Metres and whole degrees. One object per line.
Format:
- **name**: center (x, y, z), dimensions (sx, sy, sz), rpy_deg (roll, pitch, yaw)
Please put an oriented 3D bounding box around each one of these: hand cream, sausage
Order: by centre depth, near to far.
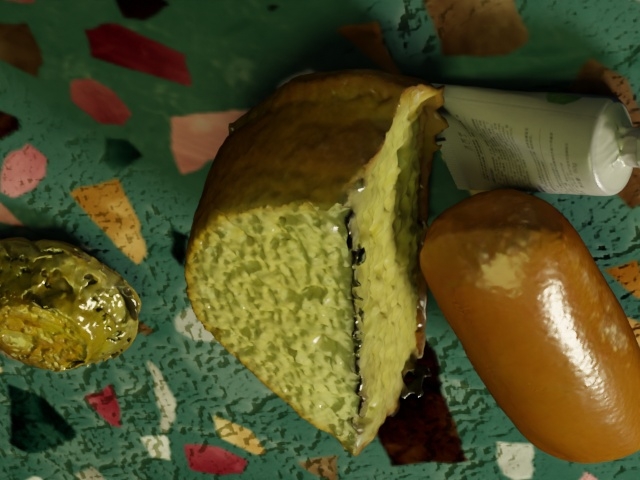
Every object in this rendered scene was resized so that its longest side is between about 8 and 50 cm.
- **hand cream**: center (0.125, -0.056, 1.013), dimensions (0.142, 0.053, 0.084), rpy_deg (7, 139, 36)
- **sausage**: center (0.136, 0.056, 1.080), dimensions (0.098, 0.098, 0.238), rpy_deg (-7, 139, 26)

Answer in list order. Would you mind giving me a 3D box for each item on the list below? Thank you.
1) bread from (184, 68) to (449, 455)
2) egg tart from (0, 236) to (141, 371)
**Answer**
- **bread**: center (-0.008, 0.001, 1.055), dimensions (0.134, 0.129, 0.260), rpy_deg (16, 141, 20)
- **egg tart**: center (-0.185, 0.047, 1.224), dimensions (0.130, 0.052, 0.130), rpy_deg (12, 141, 10)
